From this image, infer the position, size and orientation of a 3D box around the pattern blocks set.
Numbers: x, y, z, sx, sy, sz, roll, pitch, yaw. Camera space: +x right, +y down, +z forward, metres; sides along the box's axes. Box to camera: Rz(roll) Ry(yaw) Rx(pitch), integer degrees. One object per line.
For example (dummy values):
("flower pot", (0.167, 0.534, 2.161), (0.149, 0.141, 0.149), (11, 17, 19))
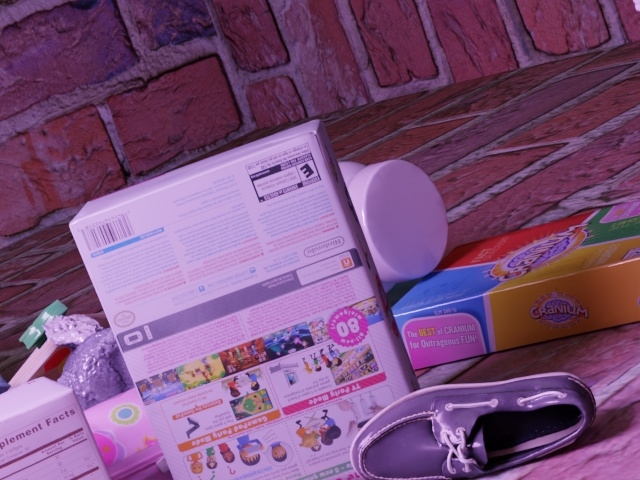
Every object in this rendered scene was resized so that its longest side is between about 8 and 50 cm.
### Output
("pattern blocks set", (-0.293, 0.135, 1.972), (0.285, 0.026, 0.325), (-46, -15, 0))

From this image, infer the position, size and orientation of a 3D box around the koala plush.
("koala plush", (-0.206, 0.148, 1.738), (0.203, 0.196, 0.221), (-35, 18, -19))

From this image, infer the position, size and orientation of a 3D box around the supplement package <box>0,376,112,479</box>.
("supplement package", (-0.234, 0.219, 1.412), (0.105, 0.179, 0.105), (-24, 10, -20))

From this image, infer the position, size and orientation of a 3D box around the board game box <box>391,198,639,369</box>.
("board game box", (0.250, 0.036, 1.740), (0.316, 0.064, 0.242), (-15, 11, 28))

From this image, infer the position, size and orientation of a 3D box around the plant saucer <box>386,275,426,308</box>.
("plant saucer", (-0.002, 0.110, 1.921), (0.317, 0.043, 0.317), (-20, 11, 4))

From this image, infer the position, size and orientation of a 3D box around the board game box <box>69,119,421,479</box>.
("board game box", (-0.052, 0.077, 1.445), (0.224, 0.303, 0.097), (-19, 10, 5))

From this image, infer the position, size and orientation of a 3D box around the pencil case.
("pencil case", (-0.218, 0.221, 1.543), (0.284, 0.124, 0.124), (-22, 10, -21))

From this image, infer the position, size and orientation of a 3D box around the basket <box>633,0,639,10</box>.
("basket", (0.503, -0.170, 1.596), (0.331, 0.266, 0.328), (-1, 18, 27))

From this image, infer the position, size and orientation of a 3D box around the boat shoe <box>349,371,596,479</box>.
("boat shoe", (0.122, 0.154, 1.351), (0.206, 0.075, 0.065), (-15, 7, 5))

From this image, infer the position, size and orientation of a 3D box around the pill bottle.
("pill bottle", (0.000, 0.000, 1.891), (0.278, 0.162, 0.162), (-14, 12, 45))
